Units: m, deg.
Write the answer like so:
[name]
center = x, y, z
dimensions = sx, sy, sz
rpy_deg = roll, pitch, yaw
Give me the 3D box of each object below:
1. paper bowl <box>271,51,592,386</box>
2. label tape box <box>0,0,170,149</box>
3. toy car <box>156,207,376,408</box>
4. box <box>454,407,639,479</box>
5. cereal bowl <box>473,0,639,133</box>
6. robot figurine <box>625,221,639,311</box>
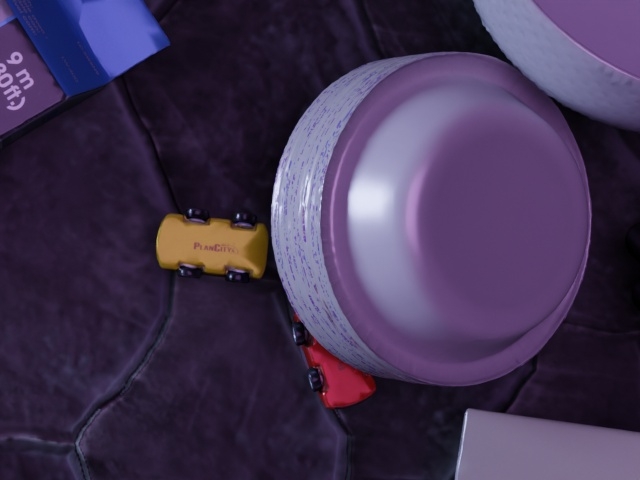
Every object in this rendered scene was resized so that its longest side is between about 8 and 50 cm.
[paper bowl]
center = 0.111, -0.018, 1.581
dimensions = 0.284, 0.148, 0.284
rpy_deg = -1, 92, -30
[label tape box]
center = -0.326, -0.188, 1.586
dimensions = 0.334, 0.106, 0.240
rpy_deg = -33, 93, -9
[toy car]
center = 0.000, 0.000, 1.655
dimensions = 0.239, 0.053, 0.225
rpy_deg = 40, 81, -6
[box]
center = 0.257, 0.218, 1.614
dimensions = 0.275, 0.094, 0.113
rpy_deg = 8, 85, 15
[cereal bowl]
center = 0.272, -0.228, 1.637
dimensions = 0.339, 0.141, 0.339
rpy_deg = 9, 58, -15
[robot figurine]
center = 0.416, 0.002, 1.664
dimensions = 0.278, 0.209, 0.173
rpy_deg = -17, 67, -9
